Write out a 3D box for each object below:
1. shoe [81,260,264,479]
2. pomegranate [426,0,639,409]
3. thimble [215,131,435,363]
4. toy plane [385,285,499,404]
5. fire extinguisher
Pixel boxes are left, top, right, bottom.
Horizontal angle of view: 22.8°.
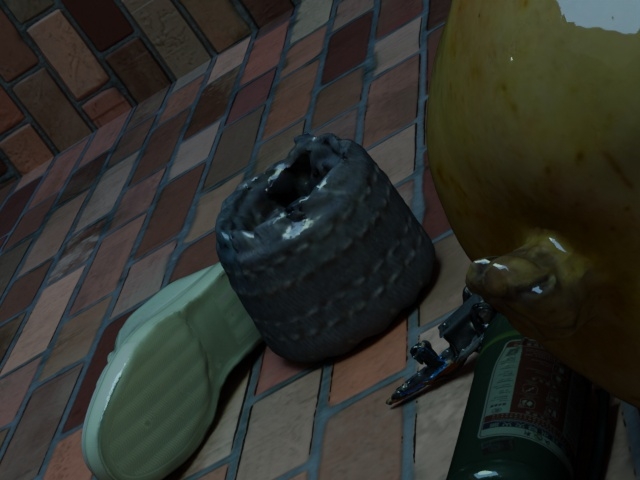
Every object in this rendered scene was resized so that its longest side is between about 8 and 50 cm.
[{"bbox_3d":[-0.179,0.139,1.678,0.160,0.132,0.363,-21,19,36],"label":"shoe"},{"bbox_3d":[0.246,-0.066,1.035,0.411,0.411,0.411,-31,19,12],"label":"pomegranate"},{"bbox_3d":[0.000,0.000,1.641,0.205,0.172,0.236,-27,18,15],"label":"thimble"},{"bbox_3d":[0.123,0.082,1.389,0.188,0.062,0.135,-30,20,16],"label":"toy plane"},{"bbox_3d":[0.140,0.158,1.132,0.294,0.118,0.093,-66,0,-57],"label":"fire extinguisher"}]
